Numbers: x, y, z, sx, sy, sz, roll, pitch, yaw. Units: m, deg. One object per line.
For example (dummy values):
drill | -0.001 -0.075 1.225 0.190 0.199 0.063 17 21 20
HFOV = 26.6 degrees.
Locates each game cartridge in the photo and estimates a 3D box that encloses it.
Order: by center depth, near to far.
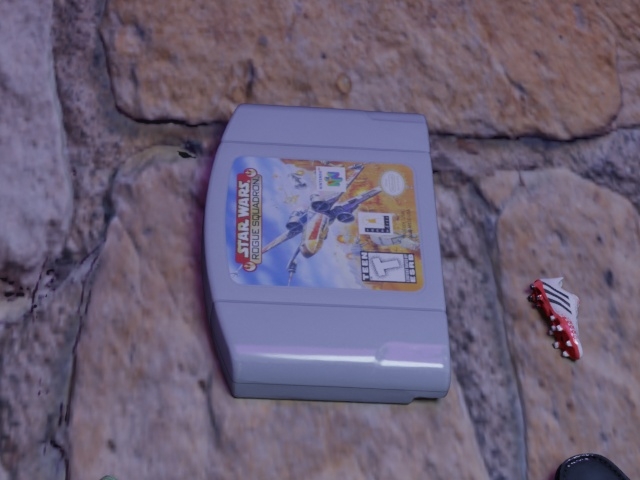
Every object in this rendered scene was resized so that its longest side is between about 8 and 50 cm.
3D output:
game cartridge | 0.000 0.000 1.131 0.198 0.062 0.297 5 49 -8

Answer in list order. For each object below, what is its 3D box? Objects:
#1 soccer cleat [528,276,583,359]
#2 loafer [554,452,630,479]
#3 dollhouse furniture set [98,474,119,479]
soccer cleat | 0.202 0.062 1.118 0.035 0.029 0.083 -14 48 -13
loafer | 0.218 0.224 0.929 0.076 0.078 0.223 -18 40 -1
dollhouse furniture set | -0.116 0.211 0.930 0.151 0.058 0.076 29 52 16
